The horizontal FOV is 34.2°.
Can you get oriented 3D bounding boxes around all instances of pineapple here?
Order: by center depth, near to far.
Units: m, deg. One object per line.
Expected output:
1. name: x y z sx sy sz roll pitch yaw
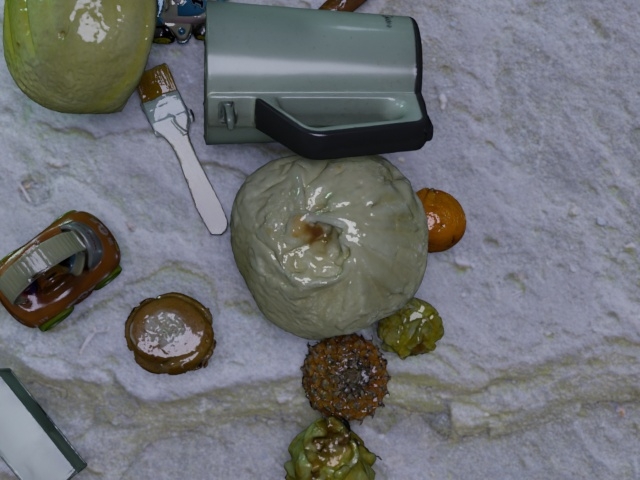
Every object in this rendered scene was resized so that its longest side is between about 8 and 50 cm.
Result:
1. pineapple: 0.050 0.244 1.841 0.161 0.137 0.176 -10 84 -6

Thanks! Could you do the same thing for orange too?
1. orange: 0.199 -0.036 1.885 0.135 0.135 0.117 17 97 -3

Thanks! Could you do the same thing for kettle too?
1. kettle: -0.013 -0.261 1.799 0.376 0.361 0.250 0 125 -8

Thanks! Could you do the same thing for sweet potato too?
1. sweet potato: 0.065 -0.479 1.961 0.078 0.058 0.255 34 77 20

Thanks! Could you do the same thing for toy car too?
1. toy car: -0.457 0.045 1.779 0.235 0.235 0.145 -39 89 -8
2. toy car: -0.247 -0.427 1.906 0.161 0.098 0.126 3 86 -3

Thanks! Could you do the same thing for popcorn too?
1. popcorn: 0.020 0.395 1.793 0.173 0.195 0.168 -31 79 -12
2. popcorn: 0.164 0.159 1.877 0.120 0.106 0.116 21 73 -2

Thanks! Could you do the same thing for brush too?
1. brush: -0.251 -0.163 1.918 0.085 0.020 0.336 -23 87 -8

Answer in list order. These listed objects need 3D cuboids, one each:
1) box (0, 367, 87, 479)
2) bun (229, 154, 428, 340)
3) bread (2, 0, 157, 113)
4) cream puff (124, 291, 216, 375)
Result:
1. box: -0.510 0.333 1.788 0.086 0.129 0.225 -40 88 -8
2. bun: 0.000 0.000 1.783 0.349 0.227 0.352 -47 75 13
3. bread: -0.413 -0.375 1.786 0.237 0.320 0.320 -1 84 -27
4. cream puff: -0.263 0.169 1.834 0.165 0.115 0.150 33 75 8
